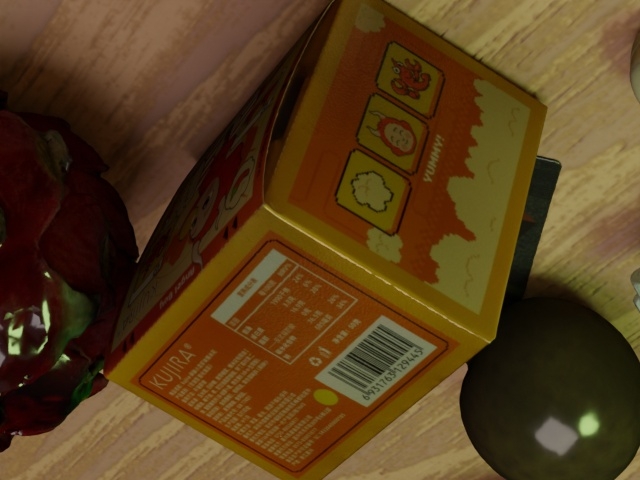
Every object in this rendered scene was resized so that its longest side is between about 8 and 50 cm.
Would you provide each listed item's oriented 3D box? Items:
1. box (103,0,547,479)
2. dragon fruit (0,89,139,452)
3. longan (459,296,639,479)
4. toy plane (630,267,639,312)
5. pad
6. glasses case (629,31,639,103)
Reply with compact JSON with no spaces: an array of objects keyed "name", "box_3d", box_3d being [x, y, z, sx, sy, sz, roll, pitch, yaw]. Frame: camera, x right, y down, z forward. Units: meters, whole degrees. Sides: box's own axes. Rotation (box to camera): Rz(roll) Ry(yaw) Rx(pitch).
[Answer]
[{"name":"box","box_3d":[0.000,0.000,1.304,0.213,0.260,0.283,30,138,-14]},{"name":"dragon fruit","box_3d":[-0.308,0.031,1.400,0.329,0.329,0.329,10,140,8]},{"name":"longan","box_3d":[0.199,0.133,1.483,0.204,0.159,0.185,36,137,38]},{"name":"toy plane","box_3d":[0.340,0.024,1.360,0.174,0.080,0.174,-2,131,-2]},{"name":"pad","box_3d":[0.123,-0.013,1.449,0.142,0.003,0.211,12,140,5]},{"name":"glasses case","box_3d":[0.323,-0.137,1.201,0.196,0.050,0.083,-11,135,29]}]
